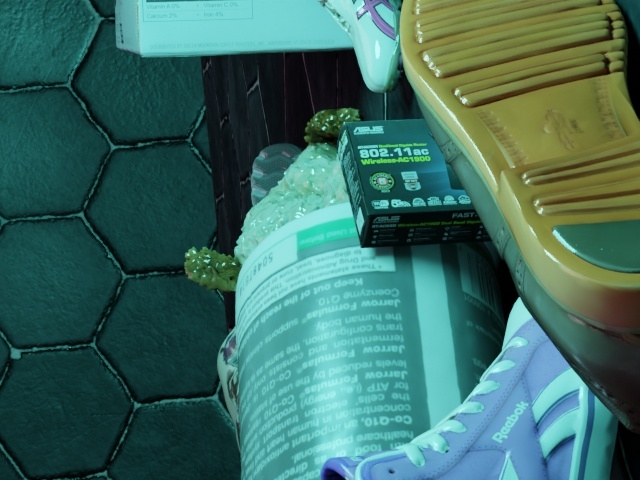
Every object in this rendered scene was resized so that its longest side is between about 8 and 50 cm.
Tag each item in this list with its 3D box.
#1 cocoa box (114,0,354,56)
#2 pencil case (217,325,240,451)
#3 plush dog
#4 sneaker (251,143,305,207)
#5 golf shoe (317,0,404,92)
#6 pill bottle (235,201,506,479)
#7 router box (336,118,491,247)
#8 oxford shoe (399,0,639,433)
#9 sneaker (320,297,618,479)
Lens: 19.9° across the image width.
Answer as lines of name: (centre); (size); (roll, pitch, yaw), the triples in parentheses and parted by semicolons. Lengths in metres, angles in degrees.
cocoa box: (-0.097, -0.313, 1.914); (0.347, 0.231, 0.228); (-143, 50, -78)
pencil case: (-0.006, 0.232, 1.903); (0.410, 0.160, 0.183); (-107, 17, -52)
plush dog: (0.000, 0.000, 1.731); (0.225, 0.211, 0.262); (-58, -31, -64)
sneaker: (-0.019, 0.030, 2.123); (0.115, 0.105, 0.281); (-1, -84, -62)
golf shoe: (0.030, -0.217, 1.646); (0.067, 0.086, 0.186); (112, 150, -69)
pill bottle: (0.044, 0.166, 1.284); (0.204, 0.204, 0.361); (95, 173, -50)
router box: (0.080, -0.043, 1.302); (0.038, 0.122, 0.092); (101, 161, -47)
oxford shoe: (0.124, -0.041, 1.026); (0.363, 0.130, 0.132); (-104, 5, -51)
sneaker: (0.086, 0.118, 1.079); (0.102, 0.161, 0.282); (116, 169, -47)
